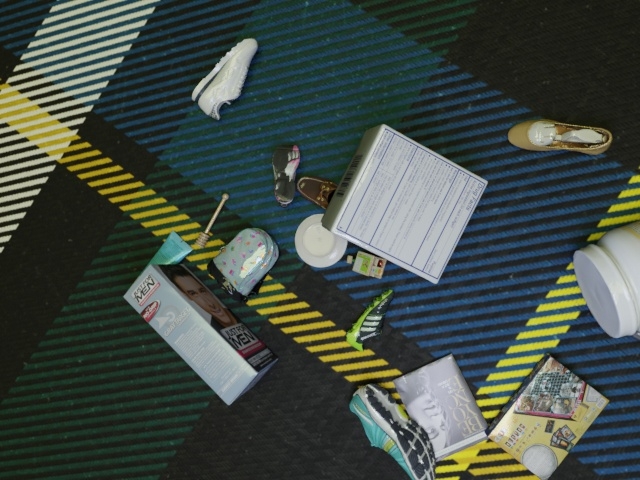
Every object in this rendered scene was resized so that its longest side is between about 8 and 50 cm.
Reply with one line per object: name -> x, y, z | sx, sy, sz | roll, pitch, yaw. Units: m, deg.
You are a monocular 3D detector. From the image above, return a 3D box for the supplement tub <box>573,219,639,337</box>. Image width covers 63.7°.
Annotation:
supplement tub -> 0.751, 0.059, 1.096 | 0.331, 0.241, 0.241 | -20, 84, 9

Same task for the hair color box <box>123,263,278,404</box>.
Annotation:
hair color box -> -0.296, 0.224, 1.309 | 0.374, 0.185, 0.114 | 42, 96, 9

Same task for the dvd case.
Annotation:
dvd case -> 0.301, 0.415, 1.276 | 0.164, 0.018, 0.222 | -27, 84, 8

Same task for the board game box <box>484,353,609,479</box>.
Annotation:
board game box -> 0.530, 0.415, 1.214 | 0.165, 0.042, 0.243 | 38, 91, 8

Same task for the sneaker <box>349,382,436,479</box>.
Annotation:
sneaker -> 0.178, 0.479, 1.265 | 0.275, 0.107, 0.110 | 52, 129, 14

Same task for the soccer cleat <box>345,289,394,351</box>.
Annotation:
soccer cleat -> 0.137, 0.201, 1.300 | 0.072, 0.060, 0.179 | 39, 101, 0

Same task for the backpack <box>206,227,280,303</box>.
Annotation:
backpack -> -0.191, 0.054, 1.335 | 0.182, 0.115, 0.152 | -44, 78, 3

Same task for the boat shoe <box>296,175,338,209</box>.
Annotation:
boat shoe -> 0.029, -0.114, 1.323 | 0.206, 0.073, 0.073 | 23, 94, 12

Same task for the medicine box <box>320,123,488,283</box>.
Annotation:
medicine box -> 0.191, -0.084, 1.209 | 0.289, 0.149, 0.264 | 26, 92, -12

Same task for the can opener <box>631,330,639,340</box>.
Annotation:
can opener -> 0.854, 0.255, 1.162 | 0.283, 0.095, 0.076 | 28, 94, 23

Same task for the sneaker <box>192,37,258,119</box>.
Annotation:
sneaker -> -0.239, -0.438, 1.389 | 0.095, 0.090, 0.235 | 42, 99, -3

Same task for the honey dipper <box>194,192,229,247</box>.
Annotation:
honey dipper -> -0.294, -0.057, 1.402 | 0.030, 0.030, 0.161 | 27, 90, 10

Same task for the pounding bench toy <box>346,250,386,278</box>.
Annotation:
pounding bench toy -> 0.115, 0.059, 1.308 | 0.083, 0.065, 0.052 | 18, 91, 42

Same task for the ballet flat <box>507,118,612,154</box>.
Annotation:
ballet flat -> 0.572, -0.254, 1.228 | 0.232, 0.073, 0.080 | 6, 88, 11

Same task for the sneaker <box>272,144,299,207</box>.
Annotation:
sneaker -> -0.097, -0.167, 1.351 | 0.071, 0.077, 0.179 | 9, 67, -4

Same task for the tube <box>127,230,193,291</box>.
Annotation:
tube -> -0.445, 0.076, 1.416 | 0.080, 0.052, 0.207 | 40, 90, 5

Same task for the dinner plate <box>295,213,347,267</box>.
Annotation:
dinner plate -> 0.000, 0.000, 1.352 | 0.141, 0.017, 0.141 | -1, 86, 10
